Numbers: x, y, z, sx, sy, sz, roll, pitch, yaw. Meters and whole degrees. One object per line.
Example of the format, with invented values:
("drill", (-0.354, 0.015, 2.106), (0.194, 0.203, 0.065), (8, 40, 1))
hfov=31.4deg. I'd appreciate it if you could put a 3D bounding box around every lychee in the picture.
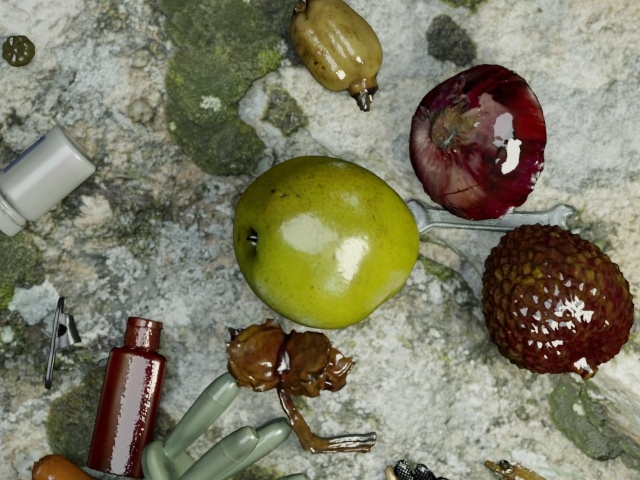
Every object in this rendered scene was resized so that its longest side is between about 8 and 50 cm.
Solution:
("lychee", (0.365, 0.095, 1.786), (0.236, 0.236, 0.271), (-28, 59, 1))

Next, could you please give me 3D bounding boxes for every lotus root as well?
("lotus root", (0.034, -0.315, 1.904), (0.125, 0.118, 0.221), (-40, 85, 32))

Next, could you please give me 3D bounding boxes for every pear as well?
("pear", (0.000, 0.000, 1.795), (0.294, 0.294, 0.294), (0, 84, 4))

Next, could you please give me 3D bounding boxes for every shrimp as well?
("shrimp", (0.342, 0.416, 1.846), (0.184, 0.043, 0.091), (43, 92, 6))

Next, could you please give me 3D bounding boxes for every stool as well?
("stool", (-0.152, 0.349, 1.803), (0.199, 0.195, 0.195), (-40, 123, 7))

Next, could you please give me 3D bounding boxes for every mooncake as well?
("mooncake", (-0.606, -0.202, 1.976), (0.150, 0.057, 0.346), (11, 79, 18))

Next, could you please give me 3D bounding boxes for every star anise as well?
("star anise", (-0.024, 0.227, 1.814), (0.346, 0.237, 0.148), (48, 58, -29))

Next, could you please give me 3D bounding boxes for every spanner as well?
("spanner", (0.285, -0.031, 1.907), (0.302, 0.017, 0.071), (1, 85, 4))

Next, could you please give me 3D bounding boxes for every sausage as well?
("sausage", (-0.394, 0.423, 1.883), (0.197, 0.076, 0.076), (34, 88, 7))

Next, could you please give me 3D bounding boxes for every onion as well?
("onion", (0.266, -0.157, 1.834), (0.219, 0.252, 0.252), (3, 85, -40))

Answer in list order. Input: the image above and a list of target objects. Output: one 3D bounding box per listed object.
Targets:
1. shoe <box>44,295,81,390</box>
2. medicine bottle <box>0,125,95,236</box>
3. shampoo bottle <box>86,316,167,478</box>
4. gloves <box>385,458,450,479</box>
("shoe", (-0.431, 0.176, 1.921), (0.053, 0.062, 0.159), (11, 85, -8))
("medicine bottle", (-0.481, -0.099, 1.927), (0.187, 0.103, 0.103), (-40, 83, 0))
("shampoo bottle", (-0.317, 0.258, 1.898), (0.102, 0.064, 0.260), (9, 85, 6))
("gloves", (0.169, 0.436, 1.842), (0.129, 0.106, 0.180), (-41, 55, -2))
